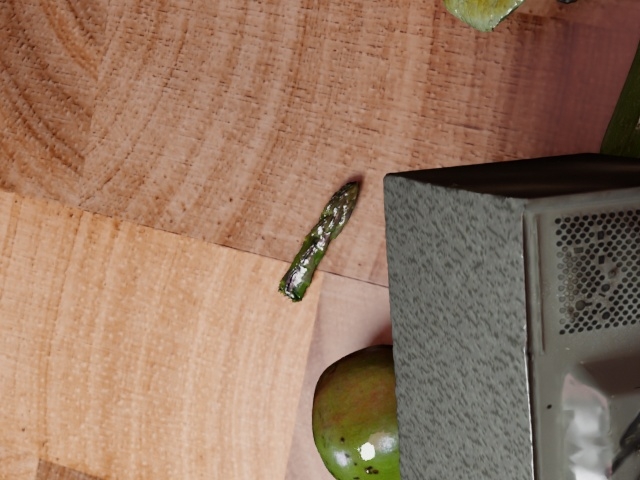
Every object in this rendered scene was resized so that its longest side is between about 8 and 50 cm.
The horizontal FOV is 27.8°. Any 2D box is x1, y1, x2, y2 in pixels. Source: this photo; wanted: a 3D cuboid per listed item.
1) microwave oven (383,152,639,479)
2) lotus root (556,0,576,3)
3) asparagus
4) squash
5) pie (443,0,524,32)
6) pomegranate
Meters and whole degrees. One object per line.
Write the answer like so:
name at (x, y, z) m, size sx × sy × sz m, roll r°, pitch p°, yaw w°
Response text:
microwave oven at (0.233, 0.150, 1.184) m, size 0.236 × 0.374 × 0.432 m, roll -7°, pitch 98°, yaw -18°
lotus root at (0.315, -0.324, 1.305) m, size 0.214 × 0.138 × 0.138 m, roll -40°, pitch 82°, yaw 30°
asparagus at (0.000, 0.000, 1.501) m, size 0.036 × 0.030 × 0.165 m, roll 45°, pitch 112°, yaw 35°
squash at (0.347, -0.155, 1.338) m, size 0.068 × 0.077 × 0.219 m, roll 20°, pitch 100°, yaw 8°
pie at (0.203, -0.345, 1.294) m, size 0.105 × 0.257 × 0.274 m, roll 17°, pitch 107°, yaw -29°
pomegranate at (0.102, 0.187, 1.413) m, size 0.224 × 0.181 × 0.181 m, roll -26°, pitch 87°, yaw 6°
